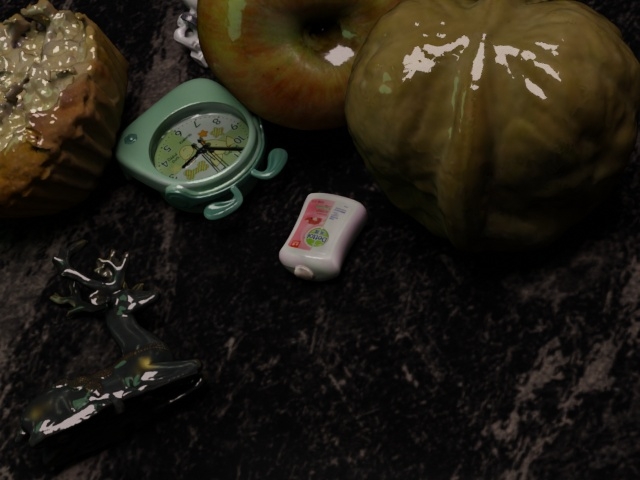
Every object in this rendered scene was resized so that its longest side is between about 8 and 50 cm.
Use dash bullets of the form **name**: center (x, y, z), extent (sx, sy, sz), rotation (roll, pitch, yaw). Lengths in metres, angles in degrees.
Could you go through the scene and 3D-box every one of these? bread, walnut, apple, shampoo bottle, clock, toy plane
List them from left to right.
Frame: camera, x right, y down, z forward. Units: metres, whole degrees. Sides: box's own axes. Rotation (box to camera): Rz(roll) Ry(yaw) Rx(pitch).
- **bread**: center (-0.325, -0.135, 1.945), extent (0.274, 0.149, 0.274), rotation (-28, 44, 31)
- **clock**: center (-0.131, -0.093, 1.926), extent (0.148, 0.060, 0.188), rotation (-39, 52, -17)
- **toy plane**: center (-0.103, -0.286, 2.066), extent (0.174, 0.080, 0.174), rotation (-11, 63, 23)
- **apple**: center (-0.009, -0.257, 1.905), extent (0.264, 0.264, 0.264), rotation (-8, 50, 10)
- **shampoo bottle**: center (0.000, 0.000, 1.820), extent (0.072, 0.043, 0.099), rotation (12, 56, 25)
- **walnut**: center (0.176, -0.127, 1.727), extent (0.282, 0.277, 0.253), rotation (36, 73, 24)

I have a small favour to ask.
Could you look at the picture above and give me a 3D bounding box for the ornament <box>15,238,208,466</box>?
- **ornament**: center (-0.249, 0.106, 1.788), extent (0.202, 0.080, 0.236), rotation (-25, 51, -9)
